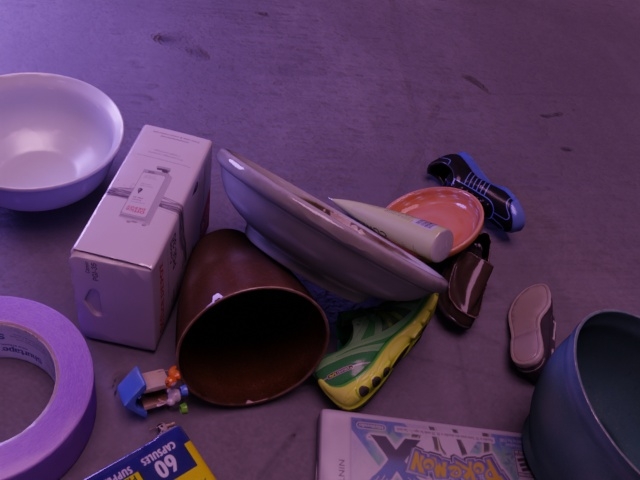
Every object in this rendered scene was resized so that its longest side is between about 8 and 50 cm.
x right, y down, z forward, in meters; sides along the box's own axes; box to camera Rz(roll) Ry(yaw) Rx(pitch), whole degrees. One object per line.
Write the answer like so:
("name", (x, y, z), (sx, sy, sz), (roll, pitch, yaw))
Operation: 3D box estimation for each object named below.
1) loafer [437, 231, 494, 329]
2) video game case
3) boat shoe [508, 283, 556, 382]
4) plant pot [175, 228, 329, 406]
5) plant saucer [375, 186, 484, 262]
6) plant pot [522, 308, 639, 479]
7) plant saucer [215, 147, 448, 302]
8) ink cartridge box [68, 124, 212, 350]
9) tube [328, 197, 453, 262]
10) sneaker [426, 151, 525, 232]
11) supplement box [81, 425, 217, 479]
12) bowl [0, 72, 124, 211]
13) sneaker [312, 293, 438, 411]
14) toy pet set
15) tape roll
("loafer", (0.259, 0.058, 1.213), (0.080, 0.078, 0.220), (29, 44, -12))
("video game case", (0.154, 0.384, 0.927), (0.329, 0.036, 0.300), (9, 47, -7))
("boat shoe", (0.371, 0.158, 1.192), (0.065, 0.075, 0.206), (55, 36, -23))
("plant pot", (-0.125, 0.089, 1.032), (0.215, 0.215, 0.230), (-5, 34, -19))
("plant saucer", (0.201, -0.025, 1.268), (0.200, 0.037, 0.200), (-13, 38, 11))
("plant pot", (0.412, 0.271, 0.967), (0.293, 0.196, 0.293), (17, 45, -18))
("plant saucer", (0.000, 0.000, 1.049), (0.400, 0.100, 0.400), (30, 5, -3))
("ink cartridge box", (-0.262, -0.005, 1.057), (0.117, 0.207, 0.283), (14, 47, 0))
("tube", (0.124, -0.028, 1.224), (0.062, 0.070, 0.240), (-37, 43, -27))
("sneaker", (0.306, -0.090, 1.379), (0.090, 0.081, 0.232), (-17, 48, -24))
("supplement box", (-0.143, 0.415, 0.711), (0.194, 0.195, 0.356), (-25, 59, -32))
("bowl", (-0.487, -0.147, 1.179), (0.298, 0.134, 0.298), (8, 47, -9))
("sneaker", (0.092, 0.135, 1.090), (0.123, 0.109, 0.295), (35, 48, 16))
("toy pet set", (-0.228, 0.218, 0.927), (0.065, 0.122, 0.114), (-9, 33, -27))
("tape roll", (-0.437, 0.207, 0.898), (0.275, 0.090, 0.275), (8, 47, -9))
